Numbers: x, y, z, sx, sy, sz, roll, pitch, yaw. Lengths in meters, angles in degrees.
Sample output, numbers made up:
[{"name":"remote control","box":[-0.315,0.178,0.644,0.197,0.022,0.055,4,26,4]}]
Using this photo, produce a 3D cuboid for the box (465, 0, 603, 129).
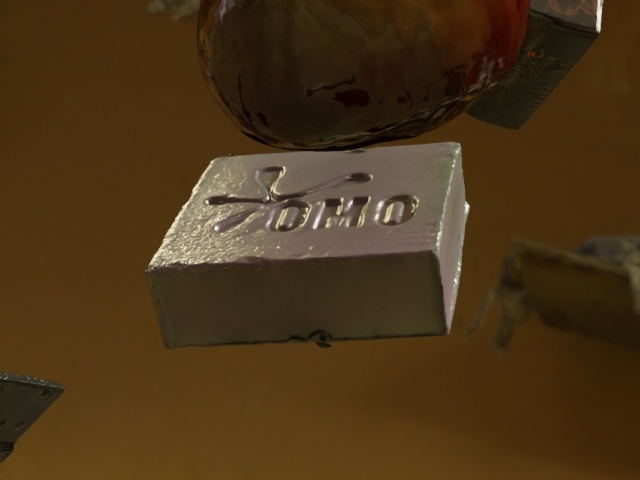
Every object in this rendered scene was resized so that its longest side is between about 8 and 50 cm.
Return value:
[{"name":"box","box":[0.302,-0.394,1.815,0.116,0.415,0.264,17,-28,-11]}]

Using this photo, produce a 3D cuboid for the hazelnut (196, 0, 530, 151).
[{"name":"hazelnut","box":[0.026,-0.170,0.851,0.217,0.251,0.217,32,-34,24]}]

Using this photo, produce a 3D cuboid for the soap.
[{"name":"soap","box":[0.000,0.000,1.342,0.296,0.285,0.107,-3,-64,11]}]

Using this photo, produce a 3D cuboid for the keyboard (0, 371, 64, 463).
[{"name":"keyboard","box":[-0.312,0.132,0.986,0.018,0.101,0.310,45,7,23]}]
